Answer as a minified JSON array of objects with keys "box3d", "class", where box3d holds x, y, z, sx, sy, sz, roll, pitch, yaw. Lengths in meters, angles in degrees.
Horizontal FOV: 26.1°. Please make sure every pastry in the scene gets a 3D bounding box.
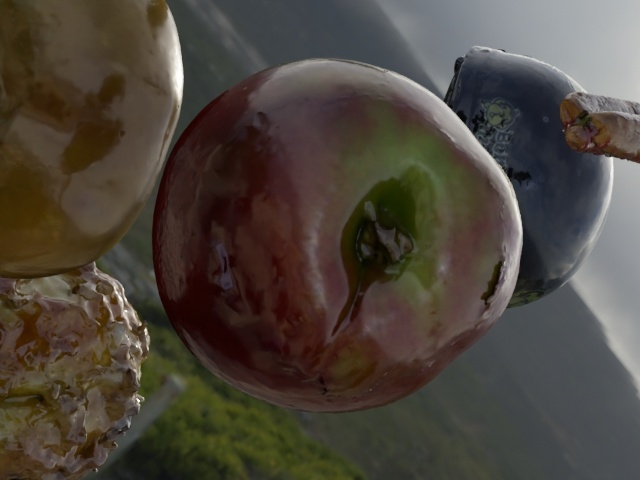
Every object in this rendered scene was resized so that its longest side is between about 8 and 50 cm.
[{"box3d":[-0.377,0.108,1.313,0.405,0.292,0.337,28,18,37],"class":"pastry"}]

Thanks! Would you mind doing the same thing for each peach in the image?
[{"box3d":[0.000,0.000,0.717,0.197,0.197,0.197,52,3,-4],"class":"peach"},{"box3d":[-0.204,-0.097,0.972,0.153,0.251,0.251,12,35,-50],"class":"peach"}]

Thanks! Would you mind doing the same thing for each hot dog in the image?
[{"box3d":[0.210,-0.072,0.941,0.144,0.038,0.062,2,29,-47],"class":"hot dog"}]

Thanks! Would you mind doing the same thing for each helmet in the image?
[{"box3d":[0.190,-0.042,1.289,0.230,0.160,0.279,47,50,-70],"class":"helmet"}]
